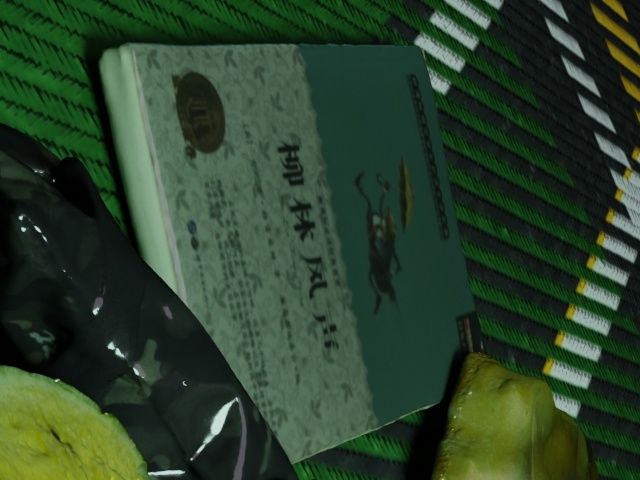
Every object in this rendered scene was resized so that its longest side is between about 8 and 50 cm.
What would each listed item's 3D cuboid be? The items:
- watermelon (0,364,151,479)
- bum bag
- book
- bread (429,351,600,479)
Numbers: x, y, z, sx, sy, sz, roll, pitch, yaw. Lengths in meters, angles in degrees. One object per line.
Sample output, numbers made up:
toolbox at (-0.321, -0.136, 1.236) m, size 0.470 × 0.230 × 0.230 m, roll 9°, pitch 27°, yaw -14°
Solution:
watermelon at (-0.144, 0.160, 0.696) m, size 0.232 × 0.127 × 0.204 m, roll 28°, pitch 48°, yaw -56°
bum bag at (-0.081, 0.084, 0.835) m, size 0.340 × 0.095 × 0.144 m, roll 58°, pitch -2°, yaw -21°
book at (0.000, 0.000, 1.099) m, size 0.379 × 0.031 × 0.264 m, roll -13°, pitch 92°, yaw -60°
bread at (0.152, 0.197, 1.219) m, size 0.233 × 0.088 × 0.161 m, roll 51°, pitch 36°, yaw -38°
